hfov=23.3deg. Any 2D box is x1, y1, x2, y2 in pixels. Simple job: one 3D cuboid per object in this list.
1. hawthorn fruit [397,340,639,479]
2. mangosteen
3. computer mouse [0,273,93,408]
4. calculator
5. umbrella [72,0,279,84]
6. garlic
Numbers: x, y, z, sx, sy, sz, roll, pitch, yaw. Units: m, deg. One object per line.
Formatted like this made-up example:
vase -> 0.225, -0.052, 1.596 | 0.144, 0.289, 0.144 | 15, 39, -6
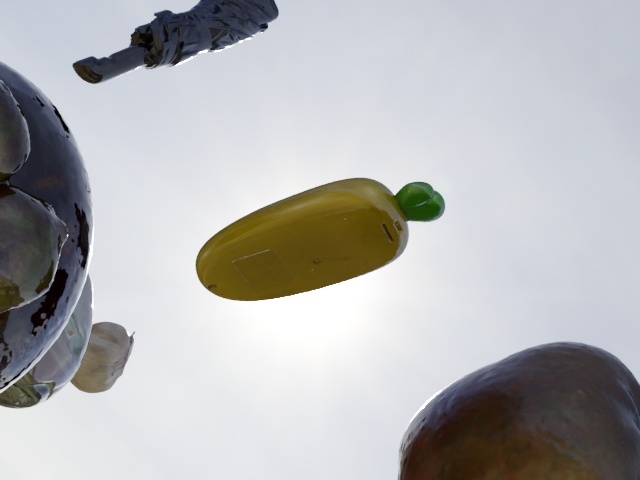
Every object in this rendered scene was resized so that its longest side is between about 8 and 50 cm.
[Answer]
hawthorn fruit -> 0.184, 0.242, 1.449 | 0.268, 0.300, 0.268 | -17, 90, -79
mangosteen -> -0.314, -0.023, 1.140 | 0.307, 0.307, 0.347 | 47, -25, 1
computer mouse -> -0.337, 0.081, 1.829 | 0.114, 0.199, 0.389 | 18, -33, 8
calculator -> 0.000, 0.000, 1.409 | 0.146, 0.234, 0.032 | 55, 19, -58
umbrella -> -0.153, -0.213, 1.636 | 0.071, 0.248, 0.071 | 38, -35, 34
garlic -> -0.313, 0.162, 2.165 | 0.094, 0.113, 0.074 | 19, 12, -10
